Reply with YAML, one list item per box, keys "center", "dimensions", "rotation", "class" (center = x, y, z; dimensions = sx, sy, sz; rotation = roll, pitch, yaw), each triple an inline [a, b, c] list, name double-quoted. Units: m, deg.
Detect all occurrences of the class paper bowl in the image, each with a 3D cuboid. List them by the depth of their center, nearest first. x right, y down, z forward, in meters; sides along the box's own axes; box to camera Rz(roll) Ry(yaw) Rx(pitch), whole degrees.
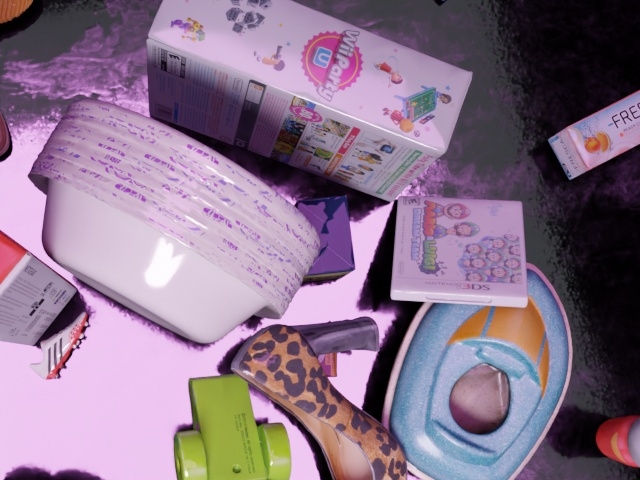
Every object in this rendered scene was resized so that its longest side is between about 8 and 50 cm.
- center: [-0.154, -0.004, 0.954]
  dimensions: [0.284, 0.284, 0.148]
  rotation: [30, 79, -3]
  class: "paper bowl"

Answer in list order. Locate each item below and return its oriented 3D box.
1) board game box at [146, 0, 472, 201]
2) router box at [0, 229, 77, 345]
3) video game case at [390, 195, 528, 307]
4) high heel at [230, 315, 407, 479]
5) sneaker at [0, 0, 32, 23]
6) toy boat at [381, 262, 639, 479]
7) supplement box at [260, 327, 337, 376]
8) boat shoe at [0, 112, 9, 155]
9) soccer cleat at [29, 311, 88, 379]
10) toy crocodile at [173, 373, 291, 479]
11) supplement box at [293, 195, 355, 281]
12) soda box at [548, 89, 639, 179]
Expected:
- center: [-0.024, -0.155, 1.028]
  dimensions: [0.303, 0.224, 0.097]
  rotation: [21, 77, -5]
  class: "board game box"
- center: [-0.386, -0.026, 0.897]
  dimensions: [0.301, 0.335, 0.082]
  rotation: [37, 79, -2]
  class: "router box"
- center: [0.153, 0.009, 1.074]
  dimensions: [0.143, 0.019, 0.157]
  rotation: [3, 43, 6]
  class: "video game case"
- center: [-0.007, 0.210, 0.979]
  dimensions: [0.186, 0.093, 0.261]
  rotation: [-4, 85, -43]
  class: "high heel"
- center: [-0.459, -0.315, 1.042]
  dimensions: [0.296, 0.131, 0.111]
  rotation: [8, 117, -29]
  class: "sneaker"
- center: [0.238, 0.168, 1.059]
  dimensions: [0.318, 0.148, 0.267]
  rotation: [24, 79, -4]
  class: "toy boat"
- center: [-0.024, 0.124, 1.079]
  dimensions: [0.083, 0.043, 0.055]
  rotation: [1, 83, -8]
  class: "supplement box"
- center: [-0.399, -0.164, 1.055]
  dimensions: [0.063, 0.059, 0.170]
  rotation: [-35, 88, -11]
  class: "boat shoe"
- center: [-0.281, 0.110, 1.051]
  dimensions: [0.036, 0.029, 0.083]
  rotation: [31, 83, -7]
  class: "soccer cleat"
- center: [-0.075, 0.283, 0.979]
  dimensions: [0.115, 0.105, 0.340]
  rotation: [-7, 52, -20]
  class: "toy crocodile"
- center: [0.000, 0.000, 1.079]
  dimensions: [0.056, 0.083, 0.083]
  rotation: [-6, 83, -9]
  class: "supplement box"
- center: [0.370, -0.141, 1.165]
  dimensions: [0.183, 0.063, 0.058]
  rotation: [-26, 86, -12]
  class: "soda box"
